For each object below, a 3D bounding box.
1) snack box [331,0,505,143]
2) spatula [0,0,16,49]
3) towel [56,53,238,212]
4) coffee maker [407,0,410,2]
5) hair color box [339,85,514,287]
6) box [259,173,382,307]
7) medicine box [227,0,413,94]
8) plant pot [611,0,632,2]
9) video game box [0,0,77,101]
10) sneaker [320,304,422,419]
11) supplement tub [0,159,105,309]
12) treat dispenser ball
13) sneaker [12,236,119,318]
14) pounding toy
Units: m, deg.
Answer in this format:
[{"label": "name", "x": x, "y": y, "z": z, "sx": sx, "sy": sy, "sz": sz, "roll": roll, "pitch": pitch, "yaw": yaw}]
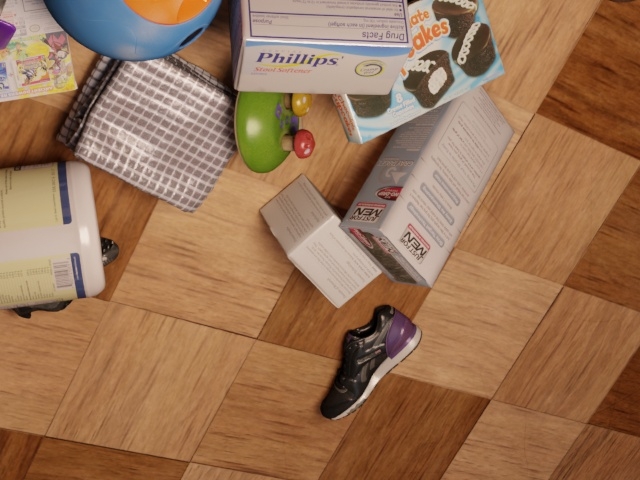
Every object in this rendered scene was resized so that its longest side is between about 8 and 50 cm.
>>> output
[{"label": "snack box", "x": 0.160, "y": -0.319, "z": 1.830, "sx": 0.322, "sy": 0.060, "sz": 0.187, "roll": -28, "pitch": 109, "yaw": -20}, {"label": "spatula", "x": -0.462, "y": -0.373, "z": 1.531, "sx": 0.084, "sy": 0.030, "sz": 0.296, "roll": 17, "pitch": 141, "yaw": -28}, {"label": "towel", "x": -0.278, "y": -0.199, "z": 1.804, "sx": 0.283, "sy": 0.121, "sz": 0.235, "roll": 26, "pitch": 105, "yaw": -33}, {"label": "coffee maker", "x": 0.194, "y": -0.534, "z": 1.826, "sx": 0.178, "sy": 0.120, "sz": 0.171, "roll": -33, "pitch": 160, "yaw": -1}, {"label": "hair color box", "x": 0.207, "y": -0.119, "z": 1.960, "sx": 0.185, "sy": 0.113, "sz": 0.374, "roll": 46, "pitch": 64, "yaw": -35}, {"label": "box", "x": 0.000, "y": 0.000, "z": 2.002, "sx": 0.119, "sy": 0.181, "sz": 0.182, "roll": -40, "pitch": 126, "yaw": 4}, {"label": "medicine box", "x": -0.011, "y": -0.393, "z": 1.663, "sx": 0.263, "sy": 0.289, "sz": 0.149, "roll": 0, "pitch": 157, "yaw": -12}, {"label": "plant pot", "x": 0.562, "y": -0.561, "z": 1.914, "sx": 0.215, "sy": 0.215, "sz": 0.230, "roll": -24, "pitch": 139, "yaw": -9}, {"label": "video game box", "x": -0.510, "y": -0.319, "z": 1.680, "sx": 0.205, "sy": 0.048, "sz": 0.187, "roll": -12, "pitch": 121, "yaw": -16}, {"label": "sneaker", "x": 0.079, "y": 0.256, "z": 2.254, "sx": 0.124, "sy": 0.107, "sz": 0.283, "roll": 41, "pitch": 94, "yaw": -20}, {"label": "supplement tub", "x": -0.534, "y": -0.002, "z": 1.730, "sx": 0.325, "sy": 0.235, "sz": 0.235, "roll": -7, "pitch": 121, "yaw": -11}, {"label": "treat dispenser ball", "x": -0.284, "y": -0.415, "z": 1.571, "sx": 0.288, "sy": 0.288, "sz": 0.288, "roll": -11, "pitch": 122, "yaw": -17}, {"label": "sneaker", "x": -0.472, "y": 0.072, "z": 1.913, "sx": 0.234, "sy": 0.078, "sz": 0.106, "roll": -24, "pitch": 131, "yaw": -7}, {"label": "pounding toy", "x": -0.050, "y": -0.220, "z": 1.819, "sx": 0.110, "sy": 0.237, "sz": 0.183, "roll": 5, "pitch": 124, "yaw": 23}]
